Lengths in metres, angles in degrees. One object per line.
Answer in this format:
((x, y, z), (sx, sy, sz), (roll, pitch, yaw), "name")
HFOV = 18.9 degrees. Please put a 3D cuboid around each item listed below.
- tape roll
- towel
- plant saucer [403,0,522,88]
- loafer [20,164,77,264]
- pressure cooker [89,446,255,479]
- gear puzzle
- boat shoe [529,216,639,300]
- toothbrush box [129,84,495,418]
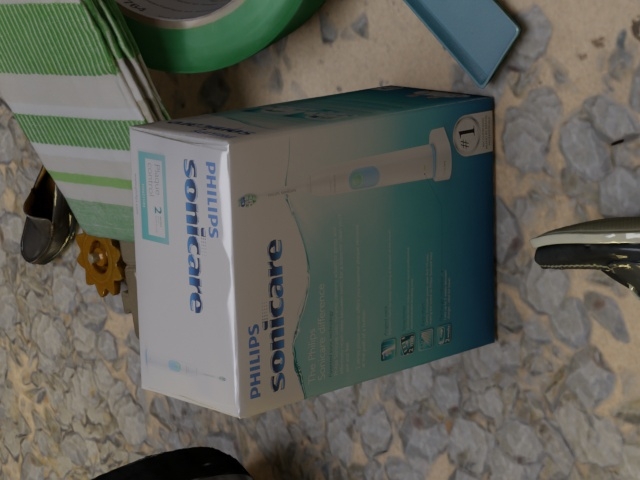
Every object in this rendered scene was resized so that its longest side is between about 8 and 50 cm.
((-0.124, -0.311, 1.691), (0.321, 0.077, 0.321), (11, 114, 24), "tape roll")
((-0.219, -0.132, 1.784), (0.248, 0.038, 0.325), (7, 133, 49), "towel")
((0.097, -0.214, 1.602), (0.192, 0.018, 0.067), (51, 132, 24), "plant saucer")
((-0.288, -0.037, 2.022), (0.062, 0.061, 0.170), (49, 131, 26), "loafer")
((-0.133, 0.444, 1.758), (0.375, 0.370, 0.420), (-36, 72, 14), "pressure cooker")
((-0.138, 0.025, 1.898), (0.339, 0.044, 0.175), (-1, 101, 50), "gear puzzle")
((0.254, 0.021, 1.446), (0.233, 0.084, 0.079), (3, 102, 43), "boat shoe")
((0.000, 0.000, 1.554), (0.126, 0.295, 0.216), (11, 108, 45), "toothbrush box")
